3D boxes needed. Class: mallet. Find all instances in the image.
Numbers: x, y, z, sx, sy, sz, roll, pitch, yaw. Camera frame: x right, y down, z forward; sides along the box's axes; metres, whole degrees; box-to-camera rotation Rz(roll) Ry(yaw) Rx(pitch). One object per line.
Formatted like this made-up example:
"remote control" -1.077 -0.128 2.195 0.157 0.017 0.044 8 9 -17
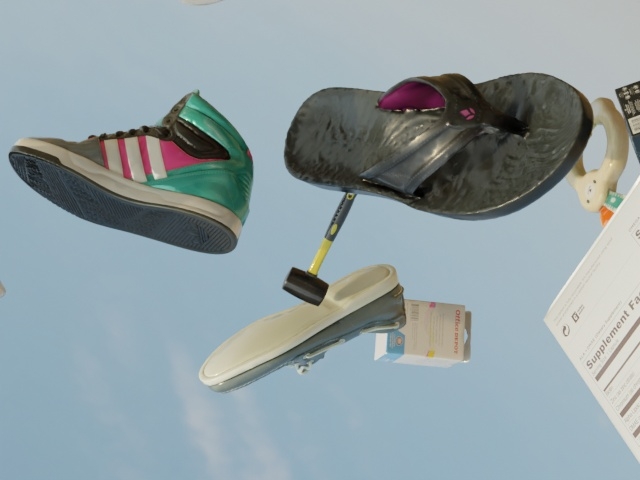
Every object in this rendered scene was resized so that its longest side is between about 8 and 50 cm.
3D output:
"mallet" 0.000 0.000 1.472 0.062 0.189 0.039 19 -156 1

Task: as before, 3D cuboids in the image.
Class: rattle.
"rattle" 0.340 -0.096 1.433 0.143 0.130 0.199 15 -116 -37

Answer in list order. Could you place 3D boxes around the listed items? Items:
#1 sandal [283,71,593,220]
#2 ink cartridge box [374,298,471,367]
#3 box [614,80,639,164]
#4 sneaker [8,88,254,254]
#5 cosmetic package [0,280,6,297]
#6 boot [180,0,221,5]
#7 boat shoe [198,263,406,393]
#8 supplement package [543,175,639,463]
"sandal" 0.099 -0.116 1.241 0.446 0.167 0.107 3 166 46
"ink cartridge box" 0.167 0.150 1.722 0.143 0.092 0.090 7 165 -8
"box" 0.335 -0.117 1.086 0.083 0.052 0.062 44 -148 -56
"sneaker" -0.208 -0.109 1.300 0.296 0.123 0.178 19 -122 7
"cosmetic package" -0.585 0.010 1.285 0.230 0.161 0.453 -34 -151 -27
"boot" -0.039 -0.323 1.097 0.095 0.258 0.123 62 -151 -50
"boat shoe" -0.016 0.146 1.534 0.116 0.319 0.099 32 148 63
"supplement package" 0.333 0.035 0.749 0.262 0.204 0.145 3 -140 -30
